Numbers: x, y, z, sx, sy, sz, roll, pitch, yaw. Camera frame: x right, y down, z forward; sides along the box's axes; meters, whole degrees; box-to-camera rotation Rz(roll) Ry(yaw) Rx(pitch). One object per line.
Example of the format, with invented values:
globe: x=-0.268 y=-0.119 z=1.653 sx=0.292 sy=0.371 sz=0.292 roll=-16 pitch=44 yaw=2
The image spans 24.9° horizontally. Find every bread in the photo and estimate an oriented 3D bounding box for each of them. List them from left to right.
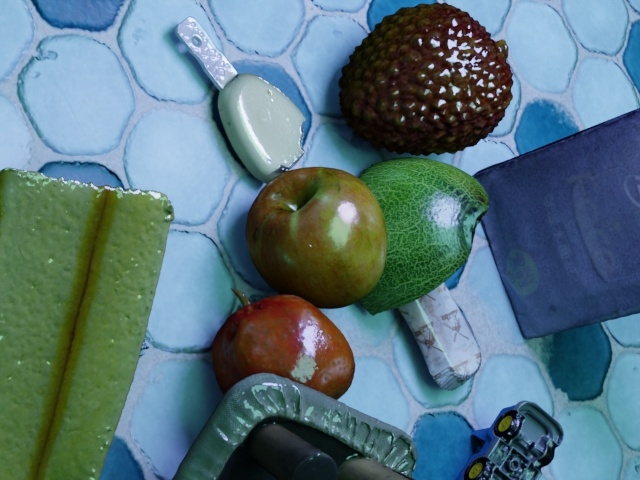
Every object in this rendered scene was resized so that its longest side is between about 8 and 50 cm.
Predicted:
bread: x=-0.309 y=0.134 z=1.679 sx=0.233 sy=0.245 sz=0.362 roll=8 pitch=69 yaw=-36

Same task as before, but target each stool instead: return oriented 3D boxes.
stool: x=-0.017 y=0.364 z=1.764 sx=0.310 sy=0.226 sz=0.310 roll=24 pitch=99 yaw=-28

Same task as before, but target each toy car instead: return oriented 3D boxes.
toy car: x=0.267 y=0.329 z=2.144 sx=0.097 sy=0.100 sz=0.191 roll=40 pitch=76 yaw=-21

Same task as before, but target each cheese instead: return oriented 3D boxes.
cheese: x=-0.113 y=-0.207 z=2.039 sx=0.255 sy=0.050 sz=0.127 roll=53 pitch=53 yaw=-12

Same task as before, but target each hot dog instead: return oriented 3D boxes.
hot dog: x=0.173 y=0.128 z=2.152 sx=0.108 sy=0.059 sz=0.191 roll=-26 pitch=90 yaw=-40

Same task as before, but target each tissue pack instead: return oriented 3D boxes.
tissue pack: x=0.426 y=-0.026 z=2.170 sx=0.124 sy=0.394 sz=0.288 roll=-18 pitch=89 yaw=-39

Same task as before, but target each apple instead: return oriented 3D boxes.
apple: x=0.000 y=0.000 z=1.976 sx=0.196 sy=0.196 sz=0.196 roll=11 pitch=70 yaw=-34

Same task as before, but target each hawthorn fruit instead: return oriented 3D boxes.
hawthorn fruit: x=-0.059 y=0.144 z=1.907 sx=0.179 sy=0.179 sz=0.200 roll=-19 pitch=72 yaw=-39

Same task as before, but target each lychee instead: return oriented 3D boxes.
lychee: x=0.156 y=-0.235 z=2.147 sx=0.271 sy=0.236 sz=0.236 roll=-19 pitch=88 yaw=-14

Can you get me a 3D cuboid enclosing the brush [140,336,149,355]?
brush: x=-0.255 y=0.062 z=1.870 sx=0.033 sy=0.030 sz=0.178 roll=-10 pitch=83 yaw=-28

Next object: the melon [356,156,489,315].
melon: x=0.135 y=-0.039 z=2.087 sx=0.129 sy=0.169 sz=0.265 roll=47 pitch=51 yaw=-34
